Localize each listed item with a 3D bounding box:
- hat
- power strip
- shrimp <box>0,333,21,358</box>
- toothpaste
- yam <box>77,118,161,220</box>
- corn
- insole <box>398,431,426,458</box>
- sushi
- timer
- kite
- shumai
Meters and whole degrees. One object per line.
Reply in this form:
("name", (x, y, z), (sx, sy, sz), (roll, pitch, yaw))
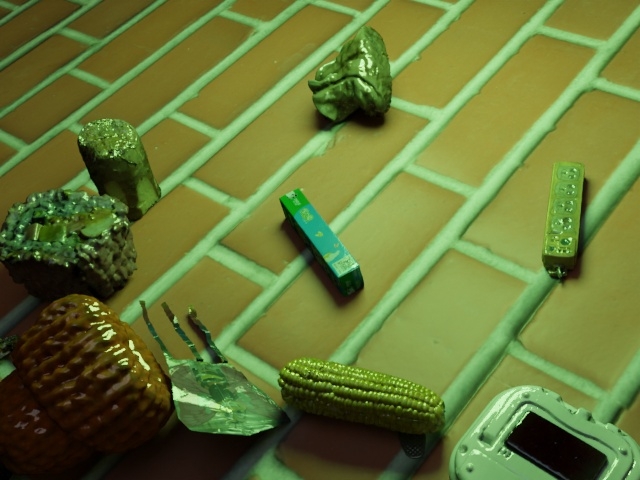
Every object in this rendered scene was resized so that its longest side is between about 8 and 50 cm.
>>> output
("hat", (-0.463, 0.282, 1.308), (0.400, 0.285, 0.285), (-36, 50, -14))
("power strip", (0.470, -0.049, 1.530), (0.064, 0.044, 0.305), (6, 50, 17))
("shrimp", (-0.683, 0.217, 1.574), (0.178, 0.034, 0.124), (-33, 43, -11))
("toothpaste", (0.000, 0.000, 1.585), (0.050, 0.065, 0.267), (-29, 49, -9))
("yam", (-0.432, -0.152, 1.718), (0.128, 0.238, 0.129), (-4, 54, 1))
("corn", (0.066, 0.260, 1.312), (0.291, 0.101, 0.101), (12, 52, 19))
("insole", (0.149, 0.300, 1.315), (0.045, 0.002, 0.135), (-8, 47, 6))
("sushi", (-0.506, 0.008, 1.629), (0.270, 0.171, 0.237), (3, 49, 13))
("timer", (0.335, 0.340, 1.176), (0.262, 0.087, 0.237), (28, 59, 32))
("kite", (-0.205, 0.222, 1.403), (0.204, 0.022, 0.360), (6, 29, -37))
("shumai", (0.059, -0.385, 1.828), (0.185, 0.184, 0.218), (-4, 84, -11))
